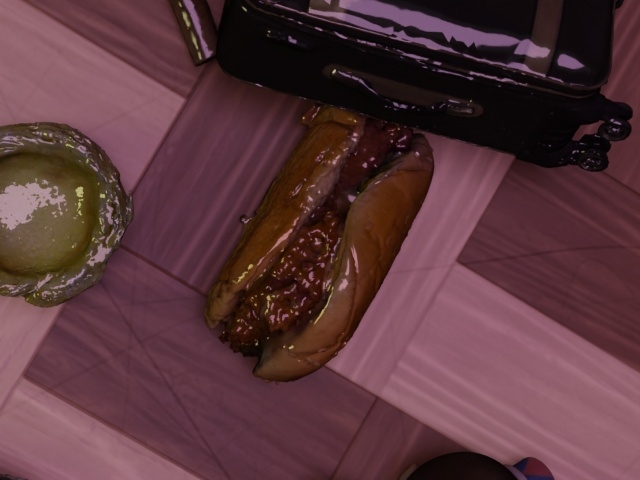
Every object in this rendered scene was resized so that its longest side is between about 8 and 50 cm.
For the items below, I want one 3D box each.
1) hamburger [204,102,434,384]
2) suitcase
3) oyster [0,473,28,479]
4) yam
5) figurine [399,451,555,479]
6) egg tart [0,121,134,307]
[{"bbox_3d":[0.000,0.000,1.798,0.155,0.245,0.282,32,118,-8],"label":"hamburger"},{"bbox_3d":[0.110,-0.247,1.765,0.434,0.194,0.283,14,60,-6],"label":"suitcase"},{"bbox_3d":[-0.416,0.272,1.742,0.351,0.158,0.162,13,95,-20],"label":"oyster"},{"bbox_3d":[-0.178,-0.336,1.833,0.045,0.045,0.326,-23,93,14],"label":"yam"},{"bbox_3d":[0.120,0.304,1.827,0.276,0.161,0.158,-19,133,-6],"label":"figurine"},{"bbox_3d":[-0.290,-0.030,1.795,0.197,0.078,0.197,0,87,-8],"label":"egg tart"}]
